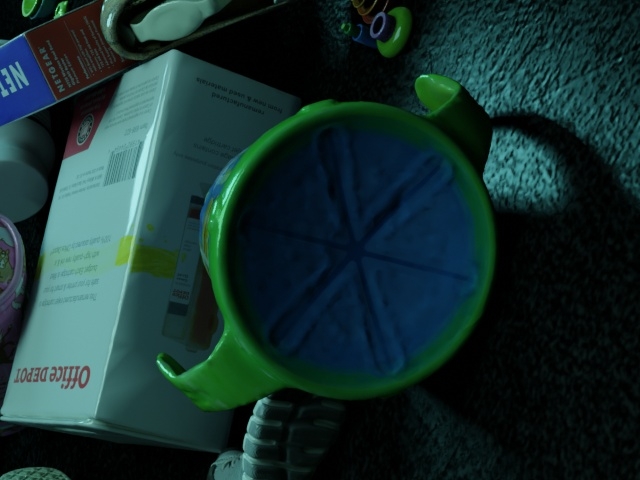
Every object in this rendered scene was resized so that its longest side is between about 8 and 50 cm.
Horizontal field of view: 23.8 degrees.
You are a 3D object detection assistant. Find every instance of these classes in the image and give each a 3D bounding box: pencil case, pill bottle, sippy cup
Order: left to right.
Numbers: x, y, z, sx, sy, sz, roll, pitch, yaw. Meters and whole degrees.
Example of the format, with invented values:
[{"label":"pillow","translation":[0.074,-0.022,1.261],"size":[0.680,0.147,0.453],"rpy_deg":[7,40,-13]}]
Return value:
[{"label":"pencil case","translation":[-0.404,0.099,1.801],"size":[0.167,0.160,0.386],"rpy_deg":[49,162,17]},{"label":"pill bottle","translation":[-0.467,-0.159,2.219],"size":[0.153,0.153,0.265],"rpy_deg":[-51,35,33]},{"label":"sippy cup","translation":[0.000,0.000,1.266],"size":[0.224,0.305,0.240],"rpy_deg":[-164,64,-72]}]

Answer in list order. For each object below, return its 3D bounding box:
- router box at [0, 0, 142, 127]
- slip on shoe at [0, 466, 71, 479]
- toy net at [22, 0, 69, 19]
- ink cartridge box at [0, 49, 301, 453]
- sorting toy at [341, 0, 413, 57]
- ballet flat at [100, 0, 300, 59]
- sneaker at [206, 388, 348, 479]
[{"label":"router box","translation":[-0.263,-0.230,1.780],"size":[0.335,0.301,0.082],"rpy_deg":[-10,108,58]},{"label":"slip on shoe","translation":[-0.284,0.354,1.675],"size":[0.331,0.123,0.101],"rpy_deg":[-152,59,-61]},{"label":"toy net","translation":[-0.401,-0.453,2.381],"size":[0.122,0.045,0.232],"rpy_deg":[26,97,61]},{"label":"ink cartridge box","translation":[-0.186,0.024,1.618],"size":[0.279,0.160,0.385],"rpy_deg":[-9,66,59]},{"label":"sorting toy","translation":[0.050,-0.217,1.465],"size":[0.061,0.042,0.102],"rpy_deg":[-55,33,28]},{"label":"ballet flat","translation":[-0.082,-0.262,1.539],"size":[0.316,0.108,0.106],"rpy_deg":[-26,22,13]},{"label":"sneaker","translation":[-0.055,0.189,1.381],"size":[0.132,0.086,0.229],"rpy_deg":[26,99,63]}]
